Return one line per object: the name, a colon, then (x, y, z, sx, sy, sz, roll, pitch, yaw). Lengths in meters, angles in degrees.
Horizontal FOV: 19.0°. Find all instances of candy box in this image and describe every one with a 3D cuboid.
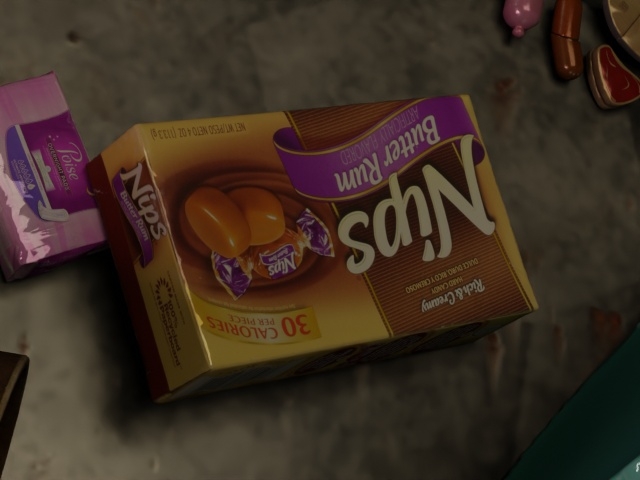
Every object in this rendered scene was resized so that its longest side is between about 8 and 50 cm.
candy box: (0.000, 0.000, 0.833, 0.186, 0.053, 0.109, -8, 75, -37)

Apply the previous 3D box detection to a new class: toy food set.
toy food set: (0.129, -0.115, 0.975, 0.078, 0.019, 0.122, -40, 98, -31)

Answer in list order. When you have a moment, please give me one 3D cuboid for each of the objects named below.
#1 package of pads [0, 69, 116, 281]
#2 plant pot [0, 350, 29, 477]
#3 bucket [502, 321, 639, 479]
package of pads: (-0.123, -0.028, 0.813, 0.050, 0.032, 0.083, -18, 80, -30)
plant pot: (-0.238, 0.106, 0.625, 0.230, 0.215, 0.215, 18, 64, -5)
bucket: (0.210, 0.108, 0.793, 0.183, 0.281, 0.281, 44, 59, 0)
